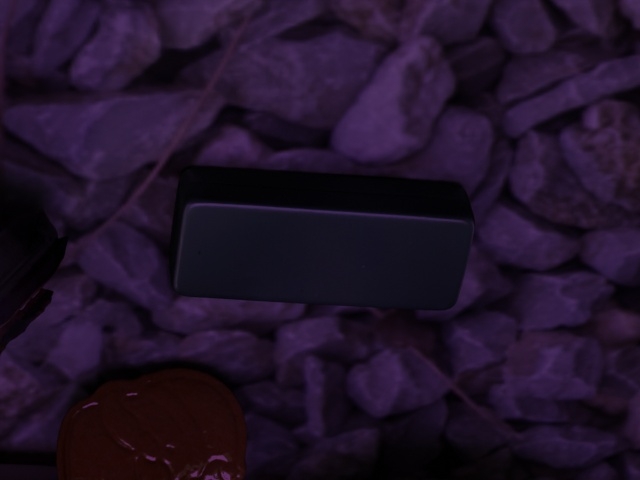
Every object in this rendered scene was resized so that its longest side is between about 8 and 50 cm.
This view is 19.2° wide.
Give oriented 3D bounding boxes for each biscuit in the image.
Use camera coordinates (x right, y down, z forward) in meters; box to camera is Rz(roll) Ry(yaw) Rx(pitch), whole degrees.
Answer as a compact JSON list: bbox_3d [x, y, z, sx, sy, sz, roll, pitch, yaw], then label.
[{"bbox_3d":[-0.112,0.137,1.245,0.130,0.019,0.102,-19,89,-9],"label":"biscuit"}]

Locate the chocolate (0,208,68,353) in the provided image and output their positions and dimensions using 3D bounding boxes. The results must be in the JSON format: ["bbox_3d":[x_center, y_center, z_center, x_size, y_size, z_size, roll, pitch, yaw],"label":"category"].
[{"bbox_3d":[-0.259,0.018,1.097,0.221,0.221,0.147,-31,100,15],"label":"chocolate"}]

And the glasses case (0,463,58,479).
[{"bbox_3d":[-0.212,0.208,1.288,0.297,0.075,0.113,4,129,-10],"label":"glasses case"}]

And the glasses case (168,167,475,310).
[{"bbox_3d":[0.000,0.000,1.182,0.184,0.039,0.077,4,126,-10],"label":"glasses case"}]
